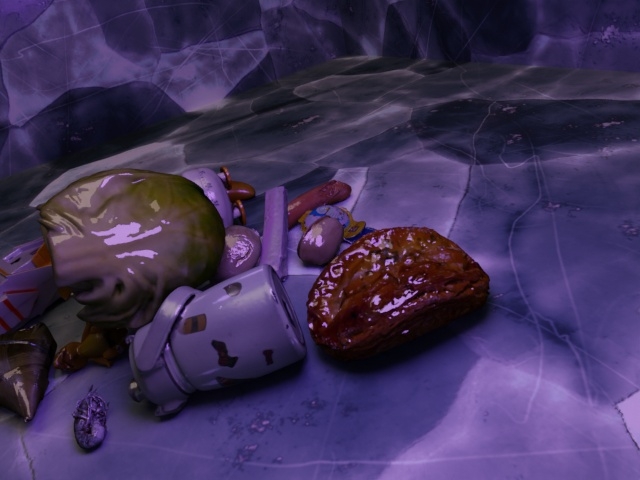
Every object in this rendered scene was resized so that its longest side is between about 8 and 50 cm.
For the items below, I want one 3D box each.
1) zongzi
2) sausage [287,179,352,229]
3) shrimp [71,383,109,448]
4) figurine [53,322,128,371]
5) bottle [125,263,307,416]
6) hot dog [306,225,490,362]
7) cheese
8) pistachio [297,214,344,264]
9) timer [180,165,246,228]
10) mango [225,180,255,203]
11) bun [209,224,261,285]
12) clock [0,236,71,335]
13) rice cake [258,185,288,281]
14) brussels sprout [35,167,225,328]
[{"bbox_3d":[-0.722,0.323,1.059,0.251,0.125,0.274,-18,36,-9],"label":"zongzi"},{"bbox_3d":[-0.031,-0.113,1.528,0.327,0.087,0.079,-31,47,-26],"label":"sausage"},{"bbox_3d":[-0.457,0.343,0.976,0.065,0.056,0.165,-30,40,3],"label":"shrimp"},{"bbox_3d":[-0.535,0.248,1.150,0.176,0.121,0.122,-26,3,-2],"label":"figurine"},{"bbox_3d":[-0.225,0.195,0.982,0.352,0.229,0.229,-22,30,1],"label":"bottle"},{"bbox_3d":[0.152,0.100,1.005,0.388,0.174,0.267,-21,33,-13],"label":"hot dog"},{"bbox_3d":[0.050,-0.042,1.397,0.250,0.064,0.156,20,50,28],"label":"cheese"},{"bbox_3d":[0.000,0.000,1.299,0.113,0.113,0.149,14,68,39],"label":"pistachio"},{"bbox_3d":[-0.377,-0.105,1.518,0.240,0.233,0.233,-21,31,-17],"label":"timer"},{"bbox_3d":[-0.327,-0.174,1.759,0.184,0.084,0.102,-10,30,-4],"label":"mango"},{"bbox_3d":[-0.243,0.033,1.293,0.167,0.113,0.173,-24,40,39],"label":"bun"},{"bbox_3d":[-0.845,0.117,1.414,0.235,0.166,0.309,15,48,40],"label":"clock"},{"bbox_3d":[-0.126,-0.027,1.366,0.073,0.056,0.365,-12,47,13],"label":"rice cake"},{"bbox_3d":[-0.410,-0.007,1.129,0.361,0.342,0.425,-25,21,-16],"label":"brussels sprout"}]
